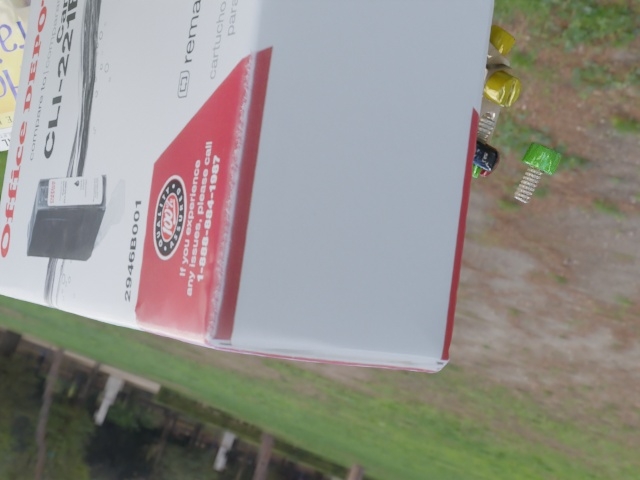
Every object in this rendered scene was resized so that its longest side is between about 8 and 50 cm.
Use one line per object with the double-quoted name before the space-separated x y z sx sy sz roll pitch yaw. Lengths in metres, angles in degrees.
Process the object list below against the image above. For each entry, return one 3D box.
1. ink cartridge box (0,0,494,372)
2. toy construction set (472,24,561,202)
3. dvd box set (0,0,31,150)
"ink cartridge box" -0.056 -0.055 0.477 0.114 0.197 0.273 10 176 -33
"toy construction set" 0.127 -0.223 1.101 0.257 0.237 0.309 24 -174 -20
"dvd box set" -0.296 -0.284 0.849 0.307 0.062 0.420 -8 117 19
